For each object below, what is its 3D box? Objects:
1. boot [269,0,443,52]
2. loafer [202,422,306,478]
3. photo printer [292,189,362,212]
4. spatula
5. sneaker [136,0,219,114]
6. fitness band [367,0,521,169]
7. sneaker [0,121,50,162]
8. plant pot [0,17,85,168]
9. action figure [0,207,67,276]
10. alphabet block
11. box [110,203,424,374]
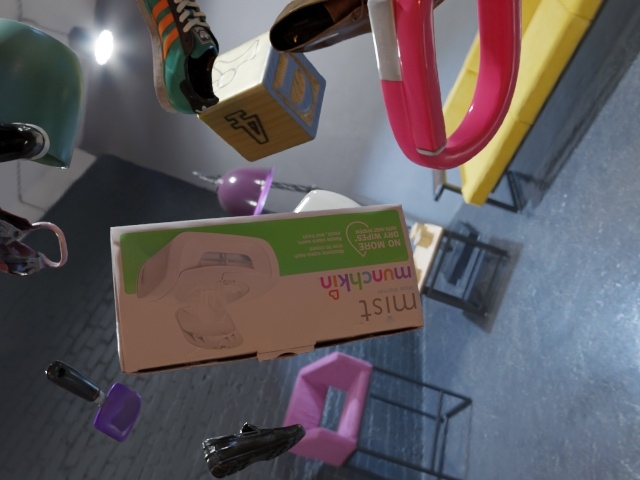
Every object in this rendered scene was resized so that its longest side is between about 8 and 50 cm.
[{"bbox_3d":[0.065,-0.329,0.797,0.305,0.112,0.115,-17,22,27],"label":"boot"},{"bbox_3d":[-0.124,0.389,1.132,0.076,0.223,0.078,-54,55,35],"label":"loafer"},{"bbox_3d":[0.000,0.000,1.732,0.307,0.256,0.107,-52,-35,-9],"label":"photo printer"},{"bbox_3d":[-0.344,0.240,0.898,0.296,0.030,0.084,85,-156,-60],"label":"spatula"},{"bbox_3d":[-0.239,-0.378,1.035,0.108,0.121,0.302,-35,-54,-51],"label":"sneaker"},{"bbox_3d":[0.138,-0.206,0.581,0.209,0.054,0.290,-45,-43,-29],"label":"fitness band"},{"bbox_3d":[-0.580,-0.162,0.965,0.106,0.234,0.078,-167,71,-69],"label":"sneaker"},{"bbox_3d":[-0.639,-0.316,1.226,0.293,0.293,0.235,137,150,-82],"label":"plant pot"},{"bbox_3d":[-0.911,-0.030,1.545,0.276,0.370,0.248,-23,-62,-62],"label":"action figure"},{"bbox_3d":[-0.128,-0.323,1.316,0.197,0.193,0.192,-12,52,34],"label":"alphabet block"},{"bbox_3d":[-0.068,0.060,0.591,0.231,0.262,0.126,140,123,-69],"label":"box"}]
